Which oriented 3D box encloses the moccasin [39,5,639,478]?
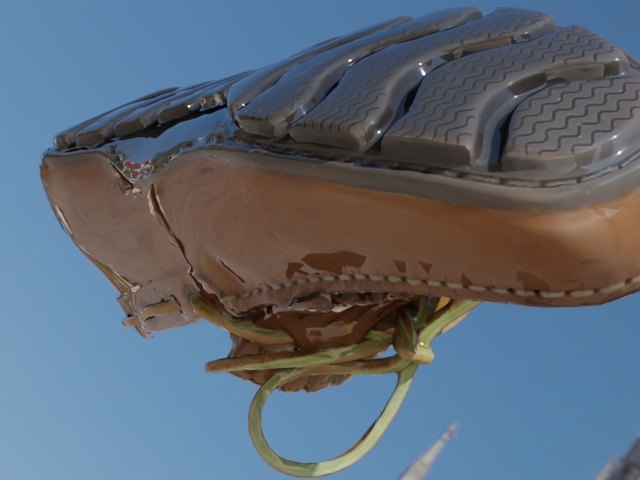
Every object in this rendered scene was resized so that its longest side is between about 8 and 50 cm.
[{"bbox_3d":[-0.002,0.001,0.502,0.380,0.139,0.147,-6,-70,53],"label":"moccasin"}]
